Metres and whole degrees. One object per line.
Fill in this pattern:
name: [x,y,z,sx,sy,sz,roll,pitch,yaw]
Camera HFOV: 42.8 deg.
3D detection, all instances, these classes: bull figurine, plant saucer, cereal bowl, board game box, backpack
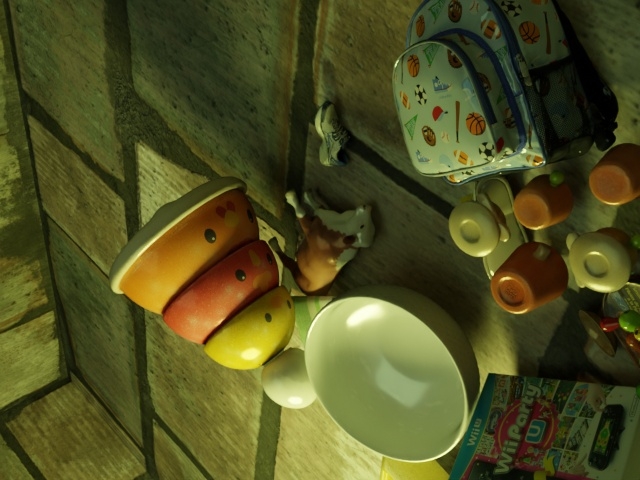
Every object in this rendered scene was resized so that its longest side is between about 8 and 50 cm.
bull figurine: [0.000,0.000,1.631,0.188,0.101,0.310,53,145,18]
plant saucer: [0.418,0.136,1.220,0.083,0.015,0.083,57,179,1]
cereal bowl: [0.144,0.225,1.496,0.338,0.141,0.339,15,120,28]
plant saucer: [0.225,0.558,1.663,0.333,0.081,0.333,46,159,25]
board game box: [0.364,0.336,1.270,0.097,0.224,0.303,37,156,-28]
backpack: [0.219,-0.216,1.105,0.276,0.213,0.264,-8,96,58]

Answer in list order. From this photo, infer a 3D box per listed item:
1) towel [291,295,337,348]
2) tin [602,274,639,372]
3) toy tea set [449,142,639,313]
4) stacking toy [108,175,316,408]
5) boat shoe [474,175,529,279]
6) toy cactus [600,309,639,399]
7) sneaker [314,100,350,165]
towel: [0.098,0.221,1.656,0.324,0.038,0.248,-3,112,40]
tin: [0.477,0.135,1.150,0.190,0.040,0.106,58,150,4]
toy tea set: [0.351,-0.018,1.151,0.336,0.124,0.200,-24,93,49]
stacking toy: [-0.164,0.139,1.678,0.480,0.350,0.350,49,145,5]
boat shoe: [0.284,-0.021,1.293,0.065,0.075,0.206,-89,-16,-63]
toy cactus: [0.480,0.173,1.068,0.180,0.112,0.219,-39,73,46]
sneaker: [0.029,-0.195,1.506,0.058,0.052,0.135,20,137,32]
